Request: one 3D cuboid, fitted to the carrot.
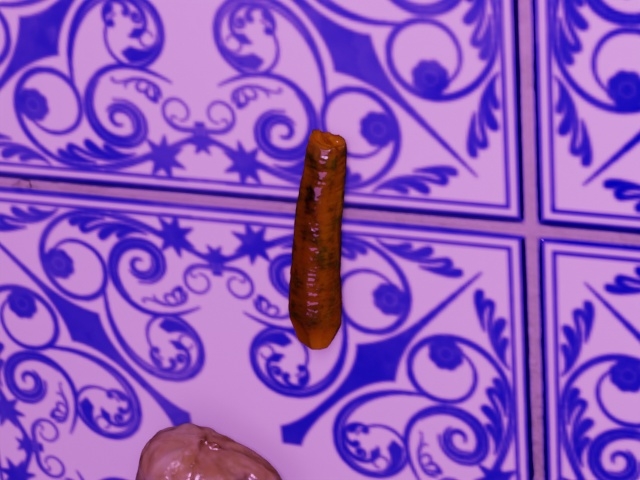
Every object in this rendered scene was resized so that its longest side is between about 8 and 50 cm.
[{"bbox_3d":[0.000,0.000,1.267,0.042,0.042,0.171,14,119,17],"label":"carrot"}]

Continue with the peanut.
[{"bbox_3d":[-0.057,0.240,1.385,0.229,0.098,0.103,53,150,-12],"label":"peanut"}]
